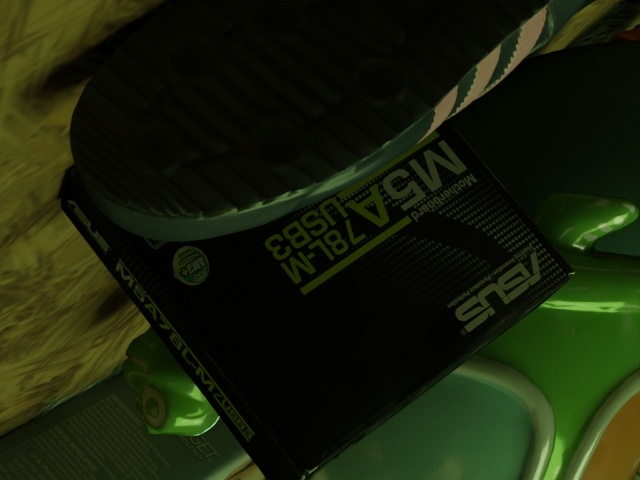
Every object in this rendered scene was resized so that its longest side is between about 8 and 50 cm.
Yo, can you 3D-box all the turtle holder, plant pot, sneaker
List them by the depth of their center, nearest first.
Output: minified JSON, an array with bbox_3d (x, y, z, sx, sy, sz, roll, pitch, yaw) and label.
[{"bbox_3d":[0.018,-0.076,0.786,0.319,0.112,0.131,-32,165,-29],"label":"sneaker"},{"bbox_3d":[0.048,0.075,1.013,0.320,0.227,0.243,5,-178,-9],"label":"turtle holder"},{"bbox_3d":[0.147,-0.004,1.235,0.195,0.290,0.290,1,154,-19],"label":"plant pot"}]

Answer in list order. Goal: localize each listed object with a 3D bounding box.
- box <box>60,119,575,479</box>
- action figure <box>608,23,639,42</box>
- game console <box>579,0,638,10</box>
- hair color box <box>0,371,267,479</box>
[{"bbox_3d":[0.000,0.000,0.847,0.190,0.184,0.045,-33,167,-28],"label":"box"},{"bbox_3d":[0.339,-0.156,1.501,0.330,0.179,0.341,-14,-165,-27],"label":"action figure"},{"bbox_3d":[0.204,-0.206,1.091,0.361,0.044,0.213,-34,167,-32],"label":"game console"},{"bbox_3d":[-0.169,0.206,1.299,0.374,0.113,0.185,-29,157,-48],"label":"hair color box"}]
